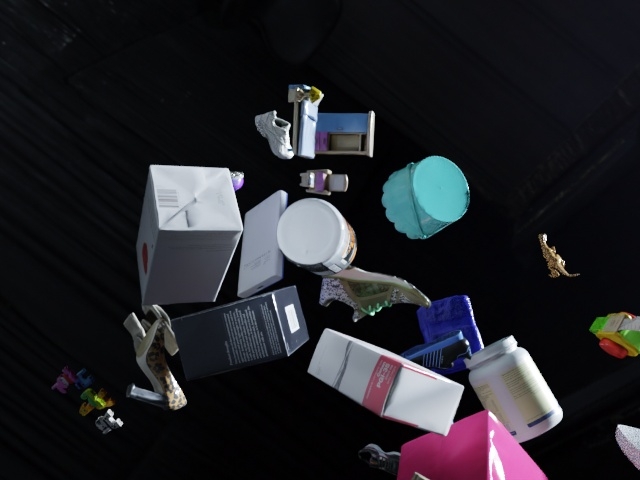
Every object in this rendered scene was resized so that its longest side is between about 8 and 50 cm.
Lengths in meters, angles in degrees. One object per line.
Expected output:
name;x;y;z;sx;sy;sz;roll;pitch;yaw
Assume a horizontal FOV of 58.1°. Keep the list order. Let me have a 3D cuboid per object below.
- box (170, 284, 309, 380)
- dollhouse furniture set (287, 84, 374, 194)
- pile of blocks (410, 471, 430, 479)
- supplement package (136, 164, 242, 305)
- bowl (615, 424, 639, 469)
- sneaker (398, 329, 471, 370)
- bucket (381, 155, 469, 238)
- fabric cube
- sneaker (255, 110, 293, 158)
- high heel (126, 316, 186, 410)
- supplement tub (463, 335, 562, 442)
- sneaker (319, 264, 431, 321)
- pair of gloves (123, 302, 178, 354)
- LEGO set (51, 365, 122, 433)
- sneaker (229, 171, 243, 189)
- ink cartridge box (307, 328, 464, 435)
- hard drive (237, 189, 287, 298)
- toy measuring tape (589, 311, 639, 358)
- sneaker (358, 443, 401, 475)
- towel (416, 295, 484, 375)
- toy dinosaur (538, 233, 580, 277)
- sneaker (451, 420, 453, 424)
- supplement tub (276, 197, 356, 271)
box;-0.214;0.256;1.635;0.294;0.183;0.296;-15;176;10
dollhouse furniture set;0.030;-0.282;1.670;0.303;0.198;0.287;-3;96;-75
pile of blocks;0.071;0.467;0.930;0.362;0.112;0.149;-66;173;28
supplement package;-0.305;-0.004;1.292;0.293;0.175;0.178;119;-38;-47
bowl;0.810;0.525;1.417;0.142;0.142;0.053;-99;-155;-73
sneaker;0.329;0.347;1.692;0.232;0.090;0.081;-28;-179;23
bucket;0.375;-0.156;2.042;0.281;0.281;0.183;-53;-169;-27
fabric cube;0.331;0.584;1.254;0.259;0.254;0.258;-35;-166;28
sneaker;-0.162;-0.426;2.333;0.115;0.232;0.090;-20;-137;23
high heel;-0.471;0.382;1.774;0.093;0.186;0.261;-21;-131;49
supplement tub;0.683;0.532;2.069;0.235;0.325;0.235;-26;166;-7
sneaker;0.174;0.202;1.982;0.158;0.410;0.182;33;72;-66
pair of gloves;-0.570;0.315;1.916;0.240;0.204;0.042;-37;170;39
LEGO set;-0.673;0.460;1.652;0.093;0.227;0.087;-39;-171;3
sneaker;-0.302;-0.122;1.693;0.102;0.146;0.293;-6;-179;-32
ink cartridge box;0.135;0.306;1.274;0.283;0.207;0.117;14;-100;56
hard drive;-0.192;0.013;1.920;0.210;0.040;0.319;-29;-132;41
toy measuring tape;0.790;0.239;1.445;0.121;0.121;0.330;-52;174;-7
sneaker;0.195;0.707;1.836;0.178;0.077;0.072;0;-94;43
towel;0.519;0.375;2.319;0.227;0.076;0.308;-21;-129;16
toy dinosaur;0.716;0.071;1.756;0.064;0.112;0.211;-33;-136;11
sneaker;0.504;0.704;2.304;0.069;0.209;0.082;-28;167;41
supplement tub;0.000;0.000;1.685;0.194;0.193;0.316;-52;166;0
